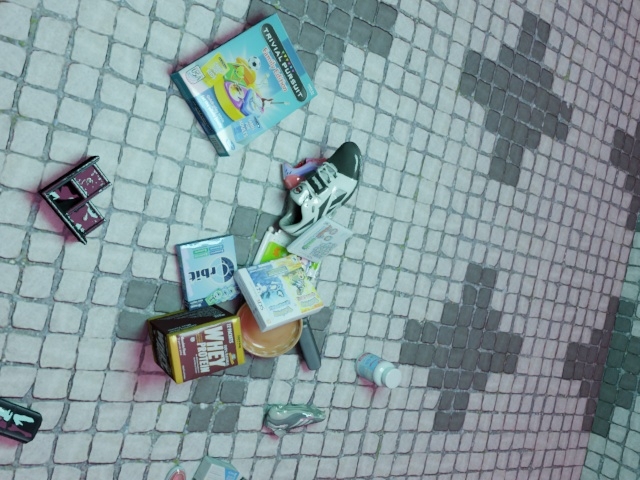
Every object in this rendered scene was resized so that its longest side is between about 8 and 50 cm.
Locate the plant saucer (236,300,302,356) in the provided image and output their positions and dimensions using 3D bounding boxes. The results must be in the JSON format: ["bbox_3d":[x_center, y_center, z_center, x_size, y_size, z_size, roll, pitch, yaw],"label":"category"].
[{"bbox_3d":[-0.154,0.246,1.685,0.200,0.037,0.199,-1,102,-7],"label":"plant saucer"}]

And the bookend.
[{"bbox_3d":[-0.566,-0.099,1.391,0.156,0.072,0.157,-41,116,-22],"label":"bookend"}]

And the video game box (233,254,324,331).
[{"bbox_3d":[-0.118,0.145,1.629,0.205,0.048,0.187,-16,69,-37],"label":"video game box"}]

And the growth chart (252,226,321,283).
[{"bbox_3d":[-0.093,0.054,1.745,0.237,0.021,0.171,15,89,-32],"label":"growth chart"}]

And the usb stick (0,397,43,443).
[{"bbox_3d":[-0.787,0.395,1.327,0.278,0.045,0.077,36,53,-31],"label":"usb stick"}]

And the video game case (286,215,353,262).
[{"bbox_3d":[0.000,0.000,1.696,0.157,0.019,0.143,-40,143,20],"label":"video game case"}]

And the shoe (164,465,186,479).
[{"bbox_3d":[-0.407,0.734,1.600,0.064,0.081,0.177,16,88,-33],"label":"shoe"}]

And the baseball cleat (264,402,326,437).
[{"bbox_3d":[-0.084,0.569,1.803,0.206,0.072,0.109,17,101,-29],"label":"baseball cleat"}]

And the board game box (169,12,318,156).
[{"bbox_3d":[-0.201,-0.428,1.575,0.336,0.079,0.253,-40,116,-21],"label":"board game box"}]

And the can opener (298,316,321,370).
[{"bbox_3d":[-0.079,0.277,1.767,0.095,0.076,0.283,-17,108,3],"label":"can opener"}]

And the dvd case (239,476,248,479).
[{"bbox_3d":[-0.227,0.860,1.770,0.164,0.018,0.221,-47,118,-19],"label":"dvd case"}]

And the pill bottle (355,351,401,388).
[{"bbox_3d":[0.192,0.433,1.894,0.087,0.160,0.087,-5,99,-32],"label":"pill bottle"}]

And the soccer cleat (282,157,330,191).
[{"bbox_3d":[-0.002,-0.219,1.733,0.248,0.083,0.095,-21,103,-26],"label":"soccer cleat"}]

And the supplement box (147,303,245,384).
[{"bbox_3d":[-0.332,0.266,1.517,0.191,0.194,0.129,-12,103,-31],"label":"supplement box"}]

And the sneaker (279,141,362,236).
[{"bbox_3d":[-0.004,-0.141,1.628,0.146,0.122,0.330,10,119,-43],"label":"sneaker"}]

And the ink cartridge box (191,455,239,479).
[{"bbox_3d":[-0.329,0.736,1.662,0.104,0.062,0.181,33,79,-31],"label":"ink cartridge box"}]

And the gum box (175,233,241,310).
[{"bbox_3d":[-0.311,0.087,1.597,0.157,0.041,0.184,-13,103,-31],"label":"gum box"}]
